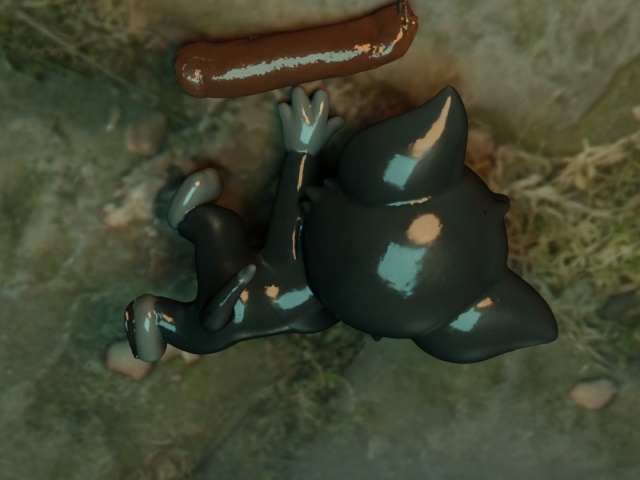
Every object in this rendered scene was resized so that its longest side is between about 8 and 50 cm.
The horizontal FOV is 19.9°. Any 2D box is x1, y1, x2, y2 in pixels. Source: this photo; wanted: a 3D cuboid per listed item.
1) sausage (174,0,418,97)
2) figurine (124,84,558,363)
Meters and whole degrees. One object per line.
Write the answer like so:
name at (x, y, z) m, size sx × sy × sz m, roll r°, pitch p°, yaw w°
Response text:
sausage at (-0.014, -0.117, 1.143) m, size 0.158 × 0.036 × 0.042 m, roll -12°, pitch 136°, yaw 7°
figurine at (-0.003, 0.002, 1.172) m, size 0.265 × 0.140 × 0.193 m, roll -17°, pitch 108°, yaw -6°
